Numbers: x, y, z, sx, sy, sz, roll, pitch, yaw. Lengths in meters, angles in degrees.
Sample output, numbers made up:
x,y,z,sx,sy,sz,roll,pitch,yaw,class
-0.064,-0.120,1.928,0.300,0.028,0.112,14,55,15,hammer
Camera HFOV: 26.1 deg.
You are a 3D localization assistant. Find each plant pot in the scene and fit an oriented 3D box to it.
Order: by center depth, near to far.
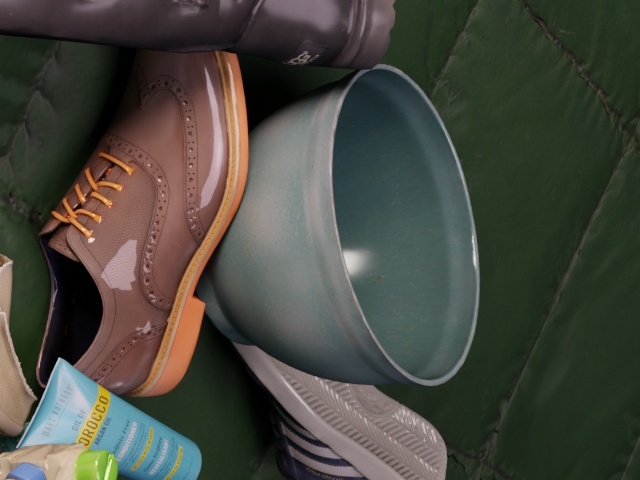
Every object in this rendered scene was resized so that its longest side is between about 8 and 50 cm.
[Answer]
x,y,z,sx,sy,sz,roll,pitch,yaw,class
0.000,0.000,1.287,0.293,0.196,0.293,28,57,-55,plant pot

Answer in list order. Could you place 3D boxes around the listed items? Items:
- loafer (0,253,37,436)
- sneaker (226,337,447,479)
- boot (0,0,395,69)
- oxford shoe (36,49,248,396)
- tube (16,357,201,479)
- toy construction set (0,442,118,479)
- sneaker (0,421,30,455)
x,y,z,sx,sy,sz,roll,pitch,yaw,class
-0.278,0.047,1.077,0.092,0.102,0.268,-41,135,-24,loafer
-0.017,0.183,1.472,0.350,0.148,0.131,49,40,-26,sneaker
-0.150,-0.317,1.037,0.445,0.146,0.367,0,79,-36,boot
-0.158,-0.030,1.177,0.132,0.130,0.364,-2,108,-45,oxford shoe
-0.181,0.170,1.207,0.207,0.052,0.080,38,68,-52,tube
-0.219,0.288,1.032,0.215,0.151,0.328,-18,114,-64,toy construction set
-0.238,0.205,1.254,0.166,0.065,0.076,9,119,-52,sneaker
